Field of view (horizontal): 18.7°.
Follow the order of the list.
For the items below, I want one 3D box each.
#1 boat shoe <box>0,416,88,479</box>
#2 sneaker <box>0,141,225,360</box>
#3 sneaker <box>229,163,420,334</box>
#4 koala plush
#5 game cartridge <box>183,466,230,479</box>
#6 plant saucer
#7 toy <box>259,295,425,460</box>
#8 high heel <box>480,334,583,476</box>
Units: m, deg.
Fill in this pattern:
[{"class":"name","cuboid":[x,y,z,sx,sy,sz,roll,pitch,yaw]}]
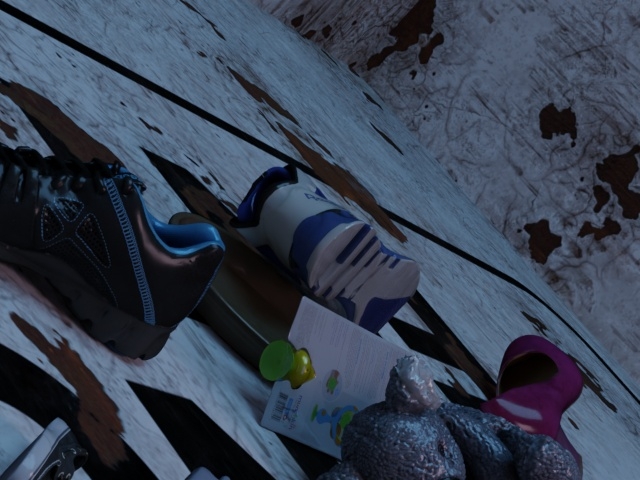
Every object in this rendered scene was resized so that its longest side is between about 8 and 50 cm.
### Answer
[{"class":"boat shoe","cuboid":[-0.195,0.161,1.392,0.040,0.049,0.142,44,9,-2]},{"class":"sneaker","cuboid":[-0.237,-0.035,1.723,0.341,0.139,0.125,35,16,-31]},{"class":"sneaker","cuboid":[0.000,0.000,2.318,0.182,0.127,0.315,43,-4,26]},{"class":"koala plush","cuboid":[0.096,0.219,1.879,0.221,0.196,0.203,31,5,-45]},{"class":"game cartridge","cuboid":[-0.017,0.304,1.482,0.294,0.060,0.196,44,8,2]},{"class":"plant saucer","cuboid":[-0.071,0.077,2.143,0.278,0.041,0.278,41,11,-10]},{"class":"toy","cuboid":[0.013,0.154,2.017,0.056,0.137,0.237,10,-13,36]},{"class":"high heel","cuboid":[0.275,0.189,2.679,0.181,0.127,0.377,51,11,-22]}]
